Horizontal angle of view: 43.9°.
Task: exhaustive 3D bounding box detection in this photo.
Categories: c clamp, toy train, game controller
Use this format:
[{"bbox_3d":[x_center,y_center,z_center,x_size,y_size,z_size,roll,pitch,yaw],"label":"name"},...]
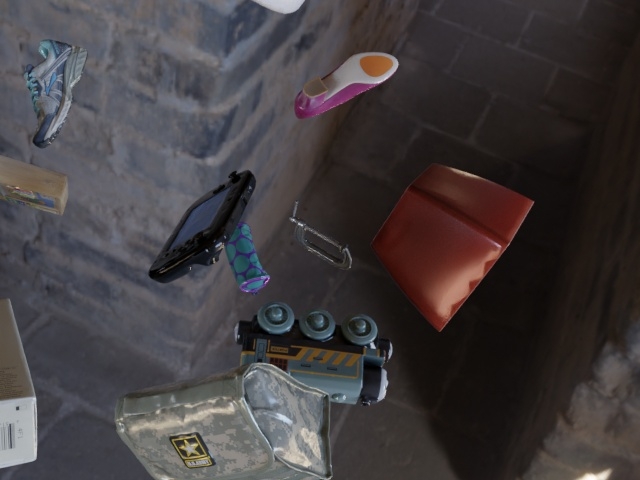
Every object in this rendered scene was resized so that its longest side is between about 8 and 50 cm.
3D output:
[{"bbox_3d":[0.000,0.000,1.627,0.160,0.137,0.022,33,60,5],"label":"c clamp"},{"bbox_3d":[-0.017,0.244,1.631,0.333,0.142,0.190,9,50,-5],"label":"toy train"},{"bbox_3d":[-0.213,-0.032,1.461,0.166,0.067,0.319,-21,22,18],"label":"game controller"}]

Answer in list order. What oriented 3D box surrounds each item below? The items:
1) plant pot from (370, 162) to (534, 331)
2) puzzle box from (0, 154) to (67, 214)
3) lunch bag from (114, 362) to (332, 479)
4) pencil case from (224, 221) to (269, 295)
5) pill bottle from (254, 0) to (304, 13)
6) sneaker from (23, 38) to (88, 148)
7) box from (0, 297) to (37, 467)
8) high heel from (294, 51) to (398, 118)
[{"bbox_3d":[0.270,-0.013,1.732,0.235,0.267,0.267,36,33,8],"label":"plant pot"},{"bbox_3d":[-0.680,-0.130,1.688,0.272,0.409,0.052,17,82,-15],"label":"puzzle box"},{"bbox_3d":[-0.145,0.289,1.224,0.235,0.287,0.169,-15,59,25],"label":"lunch bag"},{"bbox_3d":[-0.157,0.035,1.653,0.070,0.064,0.152,-7,57,-26],"label":"pencil case"},{"bbox_3d":[-0.004,-0.383,0.709,0.176,0.318,0.176,33,22,-16],"label":"pill bottle"},{"bbox_3d":[-0.654,-0.352,1.888,0.122,0.110,0.283,20,64,-25],"label":"sneaker"},{"bbox_3d":[-0.439,0.176,1.019,0.113,0.094,0.275,-4,23,-25],"label":"box"},{"bbox_3d":[0.055,-0.334,1.736,0.244,0.117,0.082,-30,81,-20],"label":"high heel"}]
